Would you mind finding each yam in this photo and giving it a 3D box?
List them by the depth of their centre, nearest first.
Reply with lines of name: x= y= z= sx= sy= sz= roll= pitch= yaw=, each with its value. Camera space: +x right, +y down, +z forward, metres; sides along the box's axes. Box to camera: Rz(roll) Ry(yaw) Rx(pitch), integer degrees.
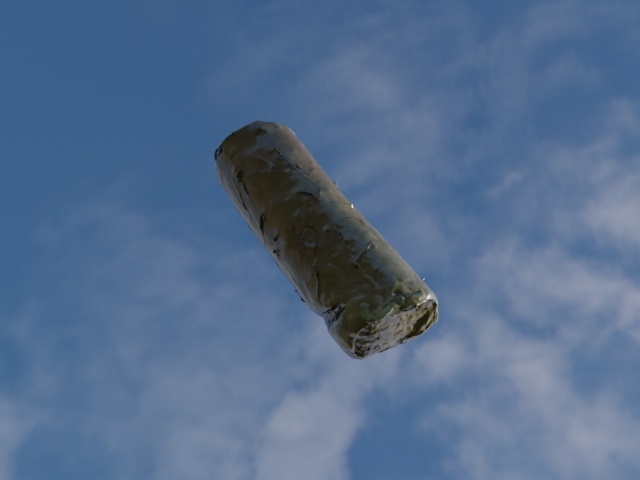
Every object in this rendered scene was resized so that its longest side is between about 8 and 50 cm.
yam: x=0.000 y=0.000 z=0.598 sx=0.054 sy=0.054 sz=0.132 roll=-52 pitch=-120 yaw=24
